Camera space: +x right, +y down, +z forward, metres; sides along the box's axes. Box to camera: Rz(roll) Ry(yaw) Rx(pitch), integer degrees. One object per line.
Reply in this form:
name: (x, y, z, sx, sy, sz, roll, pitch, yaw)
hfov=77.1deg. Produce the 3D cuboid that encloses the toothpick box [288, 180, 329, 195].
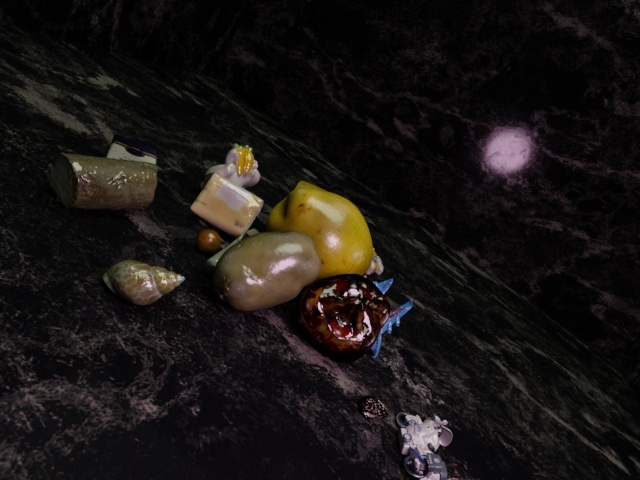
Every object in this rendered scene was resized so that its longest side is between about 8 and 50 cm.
toothpick box: (-0.028, -0.189, 2.051, 0.272, 0.174, 0.175, 30, 22, -1)

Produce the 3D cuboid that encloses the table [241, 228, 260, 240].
table: (-0.244, 0.017, 1.447, 0.079, 0.083, 0.062, 38, 24, 11)

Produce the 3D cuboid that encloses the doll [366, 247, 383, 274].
doll: (0.188, 0.062, 1.900, 0.238, 0.111, 0.252, 12, 39, -39)

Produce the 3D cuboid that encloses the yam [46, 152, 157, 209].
yam: (-0.633, -0.173, 1.217, 0.168, 0.168, 0.304, 44, 25, 25)

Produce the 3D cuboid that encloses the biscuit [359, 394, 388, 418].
biscuit: (0.148, 0.470, 1.118, 0.089, 0.027, 0.087, 39, 22, 12)

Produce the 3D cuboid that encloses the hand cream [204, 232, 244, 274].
hand cream: (-0.313, 0.046, 1.323, 0.050, 0.080, 0.234, 36, 27, -3)

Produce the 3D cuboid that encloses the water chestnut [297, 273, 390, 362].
water chestnut: (0.070, 0.221, 1.237, 0.289, 0.244, 0.289, 21, 26, -11)

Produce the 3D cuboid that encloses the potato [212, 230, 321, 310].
potato: (-0.161, 0.084, 1.199, 0.327, 0.220, 0.243, -20, 18, -21)

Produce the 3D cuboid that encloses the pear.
pear: (0.000, 0.000, 1.463, 0.418, 0.362, 0.362, 39, 16, -32)

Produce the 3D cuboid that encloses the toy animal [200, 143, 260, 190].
toy animal: (-0.368, -0.275, 1.710, 0.183, 0.247, 0.310, 45, 34, -17)

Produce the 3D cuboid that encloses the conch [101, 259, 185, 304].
conch: (-0.449, 0.098, 0.990, 0.173, 0.105, 0.116, 26, 0, 19)

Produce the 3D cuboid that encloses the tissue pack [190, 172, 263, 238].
tissue pack: (-0.345, -0.125, 1.499, 0.222, 0.186, 0.090, 31, -22, -3)

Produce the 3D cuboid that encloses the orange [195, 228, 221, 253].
orange: (-0.370, 0.003, 1.326, 0.085, 0.085, 0.085, 28, 23, -13)

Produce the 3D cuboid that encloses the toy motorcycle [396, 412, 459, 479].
toy motorcycle: (0.284, 0.547, 1.063, 0.150, 0.102, 0.221, 11, 21, 0)

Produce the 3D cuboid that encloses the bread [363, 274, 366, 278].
bread: (0.141, 0.232, 1.488, 0.119, 0.192, 0.067, -12, -3, -14)

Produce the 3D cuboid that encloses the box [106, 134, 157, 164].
box: (-0.700, -0.291, 1.486, 0.168, 0.071, 0.259, 19, 27, -30)

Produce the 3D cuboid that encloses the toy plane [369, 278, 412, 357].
toy plane: (0.188, 0.265, 1.389, 0.254, 0.271, 0.105, -1, -11, 15)
